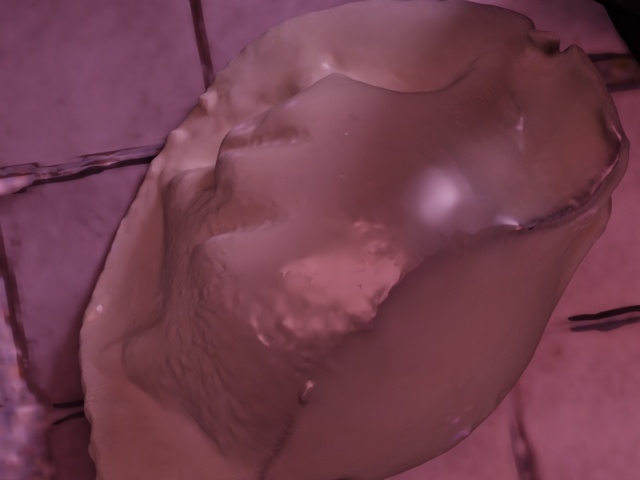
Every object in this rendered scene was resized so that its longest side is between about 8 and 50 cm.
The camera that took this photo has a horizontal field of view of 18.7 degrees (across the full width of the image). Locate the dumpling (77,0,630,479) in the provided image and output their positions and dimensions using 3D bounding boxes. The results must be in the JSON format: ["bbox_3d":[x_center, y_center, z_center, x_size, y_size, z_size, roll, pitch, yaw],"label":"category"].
[{"bbox_3d":[-0.003,0.000,0.622,0.181,0.111,0.155,-20,52,-18],"label":"dumpling"}]

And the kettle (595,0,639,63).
[{"bbox_3d":[0.186,-0.136,0.576,0.268,0.290,0.207,-17,84,-10],"label":"kettle"}]
